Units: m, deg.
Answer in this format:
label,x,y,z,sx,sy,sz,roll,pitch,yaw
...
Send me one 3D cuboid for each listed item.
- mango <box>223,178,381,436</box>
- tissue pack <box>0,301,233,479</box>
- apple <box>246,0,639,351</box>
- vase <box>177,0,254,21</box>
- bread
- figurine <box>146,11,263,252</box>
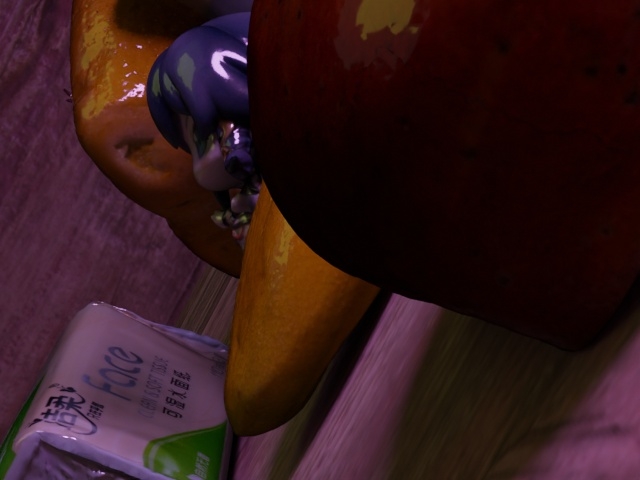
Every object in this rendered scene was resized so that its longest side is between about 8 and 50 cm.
label,x,y,z,sx,sy,sz,roll,pitch,yaw
mango,0.000,0.000,1.163,0.316,0.119,0.176,-69,16,-13
tissue pack,-0.226,0.271,1.432,0.405,0.205,0.331,-89,23,-78
apple,0.122,-0.125,0.733,0.329,0.295,0.365,35,100,46
vase,-0.043,-0.223,1.496,0.173,0.321,0.173,-62,6,12
bread,-0.117,-0.151,1.624,0.148,0.328,0.337,-30,41,22
figurine,-0.043,-0.075,1.355,0.197,0.265,0.175,-34,2,-36
